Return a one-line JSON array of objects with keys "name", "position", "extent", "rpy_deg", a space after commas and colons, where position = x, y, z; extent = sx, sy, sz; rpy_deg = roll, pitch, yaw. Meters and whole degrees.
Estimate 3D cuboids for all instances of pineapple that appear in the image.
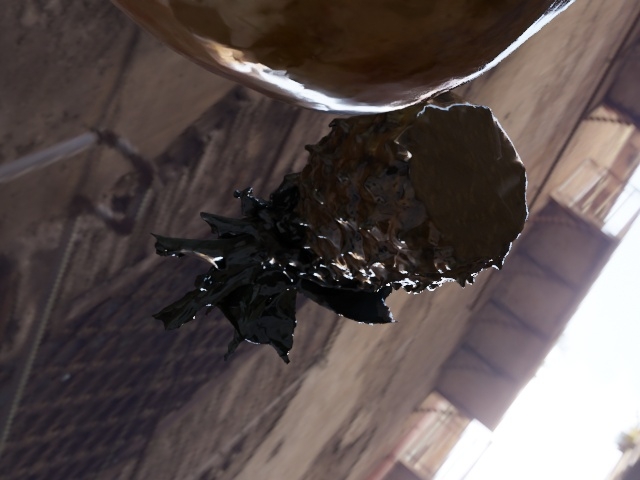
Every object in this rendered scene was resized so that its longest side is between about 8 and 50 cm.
[{"name": "pineapple", "position": [0.003, 0.000, 1.057], "extent": [0.364, 0.165, 0.165], "rpy_deg": [-27, -84, 50]}]

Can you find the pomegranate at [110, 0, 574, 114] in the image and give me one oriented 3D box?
[{"name": "pomegranate", "position": [0.010, -0.232, 0.546], "extent": [0.338, 0.338, 0.338], "rpy_deg": [13, -61, 26]}]
